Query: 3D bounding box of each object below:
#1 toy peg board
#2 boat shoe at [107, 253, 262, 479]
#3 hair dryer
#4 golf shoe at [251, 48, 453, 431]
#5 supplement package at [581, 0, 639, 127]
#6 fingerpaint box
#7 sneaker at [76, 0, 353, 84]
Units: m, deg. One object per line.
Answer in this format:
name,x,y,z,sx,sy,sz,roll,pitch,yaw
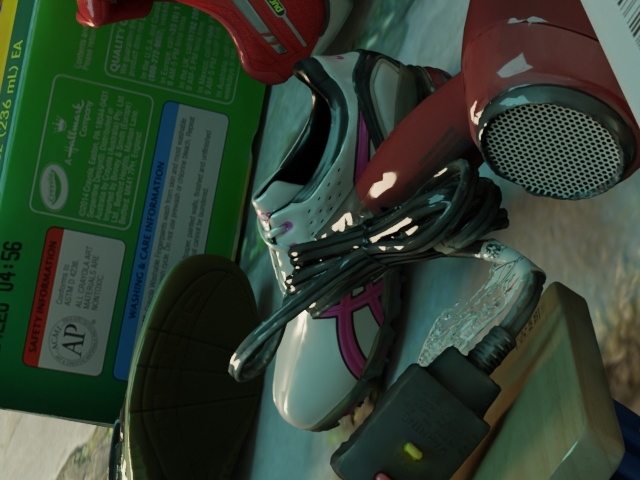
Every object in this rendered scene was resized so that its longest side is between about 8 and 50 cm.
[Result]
toy peg board,0.067,0.117,0.516,0.160,0.079,0.161,-56,4,14
boat shoe,-0.086,0.119,0.877,0.073,0.080,0.223,-5,80,60
hair dryer,0.052,-0.056,0.577,0.293,0.080,0.223,-56,22,2
golf shoe,0.000,0.000,0.734,0.067,0.086,0.186,37,115,63
supplement package,0.171,-0.085,0.317,0.204,0.145,0.261,-58,31,37
fingerpaint box,-0.177,-0.114,1.076,0.371,0.163,0.444,5,83,66
sneaker,-0.115,-0.176,0.839,0.118,0.279,0.107,-60,-4,11
